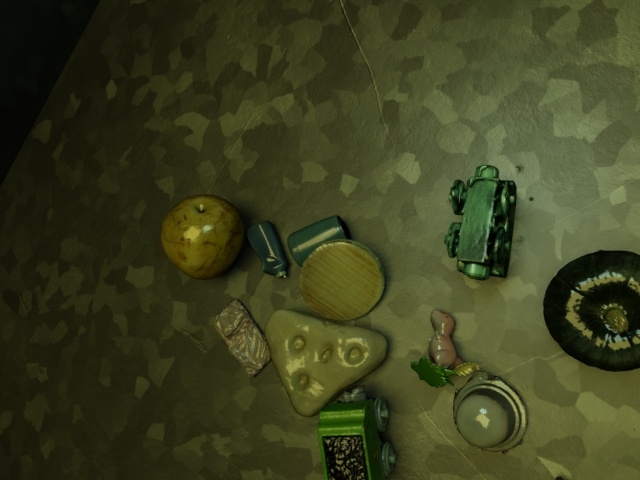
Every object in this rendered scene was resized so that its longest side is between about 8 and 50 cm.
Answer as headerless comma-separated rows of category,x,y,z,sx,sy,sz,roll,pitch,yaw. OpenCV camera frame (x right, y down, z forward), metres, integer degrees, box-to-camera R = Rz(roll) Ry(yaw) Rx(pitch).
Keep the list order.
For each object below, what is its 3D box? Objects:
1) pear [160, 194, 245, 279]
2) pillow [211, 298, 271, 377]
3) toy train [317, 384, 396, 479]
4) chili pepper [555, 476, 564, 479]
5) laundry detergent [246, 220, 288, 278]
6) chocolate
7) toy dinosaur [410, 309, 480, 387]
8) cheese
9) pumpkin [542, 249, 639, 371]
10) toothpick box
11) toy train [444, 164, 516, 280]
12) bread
pear,-0.386,-0.013,1.810,0.280,0.280,0.281,-3,82,24
pillow,-0.261,0.323,1.827,0.135,0.049,0.248,-44,71,9
toy train,0.098,0.569,1.512,0.173,0.249,0.307,-9,88,21
chili pepper,0.649,0.675,1.361,0.168,0.065,0.088,32,98,21
laundry detergent,-0.166,0.040,1.813,0.096,0.061,0.206,-30,73,10
chocolate,0.432,0.460,1.440,0.221,0.147,0.221,-5,77,25
toy dinosaur,0.342,0.313,1.532,0.194,0.152,0.177,42,63,16
cheese,-0.005,0.310,1.664,0.351,0.129,0.328,-42,70,15
pumpkin,0.695,0.169,1.322,0.300,0.207,0.300,1,92,28
toothpick box,0.000,0.000,1.710,0.184,0.120,0.120,-26,74,16
toy train,0.429,-0.041,1.453,0.166,0.238,0.299,7,84,26
bread,0.065,0.119,1.656,0.266,0.040,0.267,3,108,9
